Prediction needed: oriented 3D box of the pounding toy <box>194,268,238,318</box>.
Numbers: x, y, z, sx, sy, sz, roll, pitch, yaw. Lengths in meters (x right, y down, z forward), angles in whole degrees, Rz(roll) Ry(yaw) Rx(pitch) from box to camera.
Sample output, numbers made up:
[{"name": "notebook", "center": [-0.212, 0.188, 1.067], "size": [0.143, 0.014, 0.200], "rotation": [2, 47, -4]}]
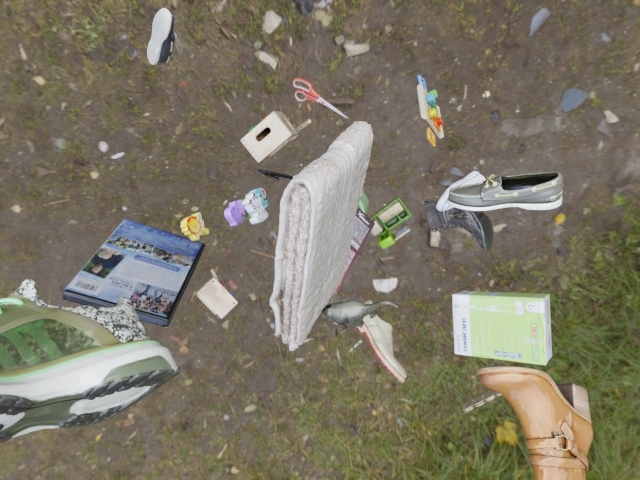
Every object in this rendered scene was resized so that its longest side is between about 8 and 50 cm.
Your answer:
[{"name": "pounding toy", "center": [-0.333, 0.167, 1.338], "size": [0.100, 0.141, 0.130], "rotation": [-45, 99, -19]}]

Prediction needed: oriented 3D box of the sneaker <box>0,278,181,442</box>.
[{"name": "sneaker", "center": [-0.378, 0.132, 0.492], "size": [0.158, 0.410, 0.182], "rotation": [-43, 61, 18]}]

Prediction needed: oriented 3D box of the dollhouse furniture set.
[{"name": "dollhouse furniture set", "center": [0.214, -0.147, 1.603], "size": [0.151, 0.197, 0.301], "rotation": [-35, 104, 16]}]

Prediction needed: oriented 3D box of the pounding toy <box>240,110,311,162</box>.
[{"name": "pounding toy", "center": [-0.124, -0.334, 1.248], "size": [0.181, 0.206, 0.094], "rotation": [-37, 100, 15]}]

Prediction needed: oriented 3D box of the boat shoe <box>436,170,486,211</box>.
[{"name": "boat shoe", "center": [0.489, -0.162, 1.413], "size": [0.226, 0.083, 0.076], "rotation": [-38, 59, -21]}]

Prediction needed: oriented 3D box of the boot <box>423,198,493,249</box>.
[{"name": "boot", "center": [0.545, -0.069, 1.667], "size": [0.091, 0.229, 0.263], "rotation": [-25, 95, -43]}]

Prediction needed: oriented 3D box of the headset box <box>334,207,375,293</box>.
[{"name": "headset box", "center": [0.008, 0.028, 1.341], "size": [0.110, 0.218, 0.293], "rotation": [40, 72, -32]}]

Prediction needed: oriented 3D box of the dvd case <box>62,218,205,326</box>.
[{"name": "dvd case", "center": [-0.345, 0.053, 0.817], "size": [0.180, 0.253, 0.022], "rotation": [19, 120, -10]}]

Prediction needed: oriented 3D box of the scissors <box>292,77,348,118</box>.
[{"name": "scissors", "center": [-0.001, -0.635, 1.859], "size": [0.297, 0.021, 0.109], "rotation": [27, 137, 19]}]

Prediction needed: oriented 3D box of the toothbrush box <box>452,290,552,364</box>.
[{"name": "toothbrush box", "center": [0.596, 0.278, 1.378], "size": [0.283, 0.122, 0.206], "rotation": [-4, 89, 36]}]

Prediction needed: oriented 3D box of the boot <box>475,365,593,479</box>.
[{"name": "boot", "center": [0.459, 0.402, 0.901], "size": [0.283, 0.109, 0.220], "rotation": [22, 65, -14]}]

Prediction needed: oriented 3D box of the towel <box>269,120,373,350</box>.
[{"name": "towel", "center": [0.000, 0.000, 0.546], "size": [0.049, 0.187, 0.282], "rotation": [21, 131, 14]}]

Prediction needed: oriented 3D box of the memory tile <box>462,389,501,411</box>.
[{"name": "memory tile", "center": [0.520, 0.497, 1.315], "size": [0.148, 0.113, 0.012], "rotation": [-34, 71, 15]}]

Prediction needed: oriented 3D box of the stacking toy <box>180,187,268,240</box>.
[{"name": "stacking toy", "center": [-0.149, -0.073, 0.839], "size": [0.167, 0.221, 0.052], "rotation": [-13, 106, 28]}]

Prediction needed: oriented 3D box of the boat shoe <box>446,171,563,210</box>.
[{"name": "boat shoe", "center": [0.516, -0.144, 1.185], "size": [0.305, 0.109, 0.091], "rotation": [1, 125, 23]}]

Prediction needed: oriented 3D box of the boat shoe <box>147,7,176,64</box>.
[{"name": "boat shoe", "center": [-0.304, -0.396, 0.817], "size": [0.046, 0.038, 0.125], "rotation": [55, 136, 11]}]

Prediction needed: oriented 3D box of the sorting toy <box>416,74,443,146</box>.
[{"name": "sorting toy", "center": [0.488, -0.560, 1.805], "size": [0.047, 0.196, 0.347], "rotation": [-17, 64, 34]}]

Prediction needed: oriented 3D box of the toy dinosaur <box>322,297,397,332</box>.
[{"name": "toy dinosaur", "center": [0.095, 0.243, 1.394], "size": [0.313, 0.160, 0.121], "rotation": [2, 72, 29]}]

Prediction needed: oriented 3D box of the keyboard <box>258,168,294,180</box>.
[{"name": "keyboard", "center": [-0.179, -0.271, 1.783], "size": [0.192, 0.100, 0.038], "rotation": [5, 100, -47]}]

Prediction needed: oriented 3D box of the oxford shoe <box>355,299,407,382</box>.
[{"name": "oxford shoe", "center": [0.287, 0.453, 1.895], "size": [0.146, 0.140, 0.397], "rotation": [-33, 81, -10]}]
